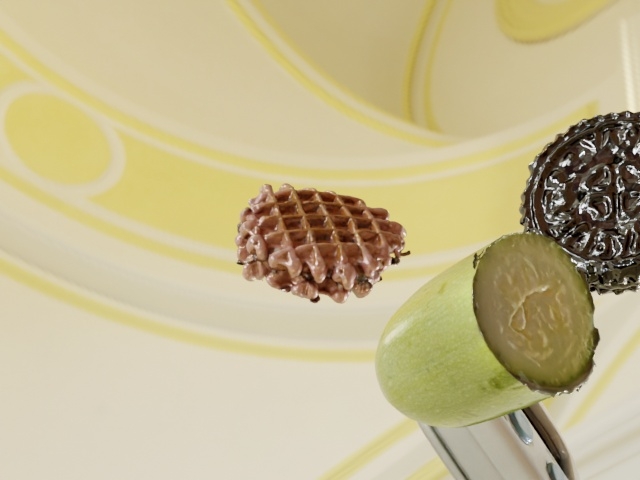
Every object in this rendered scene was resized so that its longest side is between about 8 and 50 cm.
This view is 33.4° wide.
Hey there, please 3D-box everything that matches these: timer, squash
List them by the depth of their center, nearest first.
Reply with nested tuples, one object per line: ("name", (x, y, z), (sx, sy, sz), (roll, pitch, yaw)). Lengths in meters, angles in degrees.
("squash", (0.110, 0.079, 0.795), (0.123, 0.187, 0.123), (12, -118, -25))
("timer", (0.173, 0.185, 1.092), (0.262, 0.087, 0.237), (55, -166, -6))

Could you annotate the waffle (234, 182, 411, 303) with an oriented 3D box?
("waffle", (0.000, 0.000, 0.511), (0.083, 0.029, 0.075), (20, -144, 15))

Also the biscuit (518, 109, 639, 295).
("biscuit", (0.280, -0.038, 1.012), (0.053, 0.195, 0.194), (44, -151, -52))
